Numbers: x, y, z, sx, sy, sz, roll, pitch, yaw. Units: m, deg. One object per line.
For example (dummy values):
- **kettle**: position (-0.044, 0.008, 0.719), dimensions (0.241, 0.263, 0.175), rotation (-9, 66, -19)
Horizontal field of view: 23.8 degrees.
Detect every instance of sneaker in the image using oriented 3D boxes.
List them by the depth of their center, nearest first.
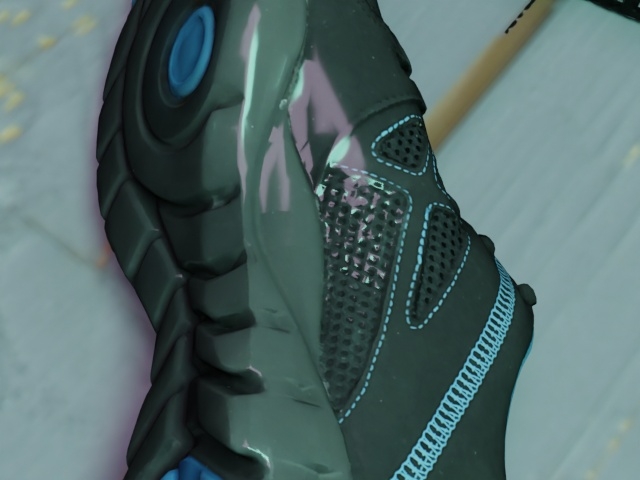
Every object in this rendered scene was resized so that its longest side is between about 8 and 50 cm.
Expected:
- **sneaker**: position (0.000, 0.000, 0.562), dimensions (0.140, 0.125, 0.340), rotation (12, 62, -29)

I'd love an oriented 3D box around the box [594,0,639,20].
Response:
- **box**: position (0.146, -0.262, 0.678), dimensions (0.257, 0.079, 0.322), rotation (23, 69, 7)
